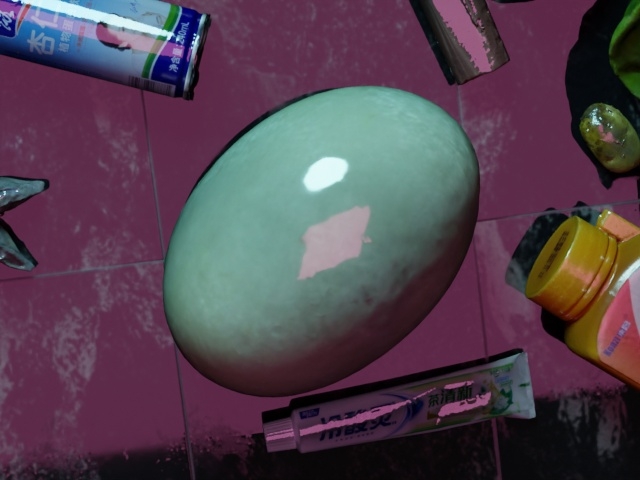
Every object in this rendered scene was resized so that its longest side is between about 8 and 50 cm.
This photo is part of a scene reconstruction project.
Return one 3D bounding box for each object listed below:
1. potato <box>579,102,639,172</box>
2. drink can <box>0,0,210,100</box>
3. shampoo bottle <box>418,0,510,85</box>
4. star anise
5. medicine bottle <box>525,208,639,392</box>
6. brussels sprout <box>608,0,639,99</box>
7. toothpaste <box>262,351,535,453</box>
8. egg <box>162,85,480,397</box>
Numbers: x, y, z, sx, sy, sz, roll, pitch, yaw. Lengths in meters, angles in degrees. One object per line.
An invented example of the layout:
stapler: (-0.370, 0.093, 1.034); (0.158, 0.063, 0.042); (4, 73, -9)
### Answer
potato: (0.310, -0.109, 1.492); (0.051, 0.040, 0.083); (-39, 95, 6)
drink can: (-0.236, -0.214, 1.424); (0.235, 0.097, 0.097); (14, 95, -4)
shampoo bottle: (0.123, -0.281, 1.453); (0.067, 0.068, 0.236); (-24, 98, 9)
star anise: (-0.374, -0.033, 1.450); (0.172, 0.063, 0.207); (11, 95, -6)
medicine bottle: (0.335, 0.073, 1.476); (0.222, 0.112, 0.149); (31, 93, -6)
brussels sprout: (0.429, -0.171, 1.381); (0.294, 0.259, 0.227); (-12, 135, 29)
toothpaste: (0.086, 0.184, 1.509); (0.297, 0.048, 0.074); (-11, 97, -5)
egg: (0.000, 0.000, 1.378); (0.258, 0.258, 0.352); (42, 90, -6)
